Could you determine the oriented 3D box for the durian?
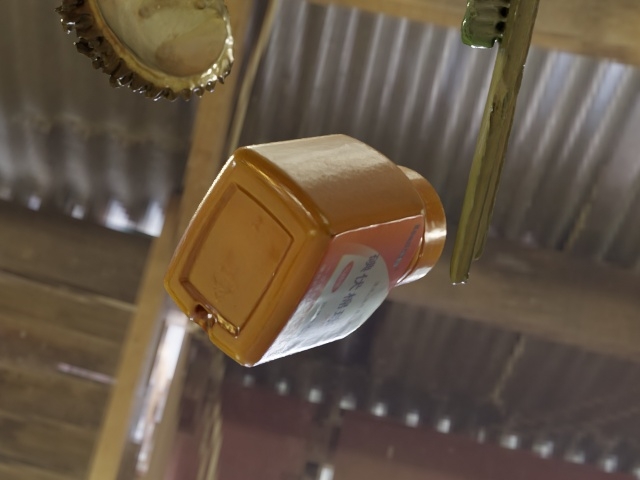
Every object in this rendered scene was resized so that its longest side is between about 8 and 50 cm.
[{"bbox_3d":[-0.083,-0.103,0.738,0.066,0.052,0.130,-38,-47,8],"label":"durian"}]

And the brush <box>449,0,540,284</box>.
[{"bbox_3d":[0.107,-0.106,1.019,0.048,0.054,0.282,14,-64,12],"label":"brush"}]

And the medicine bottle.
[{"bbox_3d":[0.001,0.001,1.269,0.112,0.222,0.149,43,-61,22],"label":"medicine bottle"}]
